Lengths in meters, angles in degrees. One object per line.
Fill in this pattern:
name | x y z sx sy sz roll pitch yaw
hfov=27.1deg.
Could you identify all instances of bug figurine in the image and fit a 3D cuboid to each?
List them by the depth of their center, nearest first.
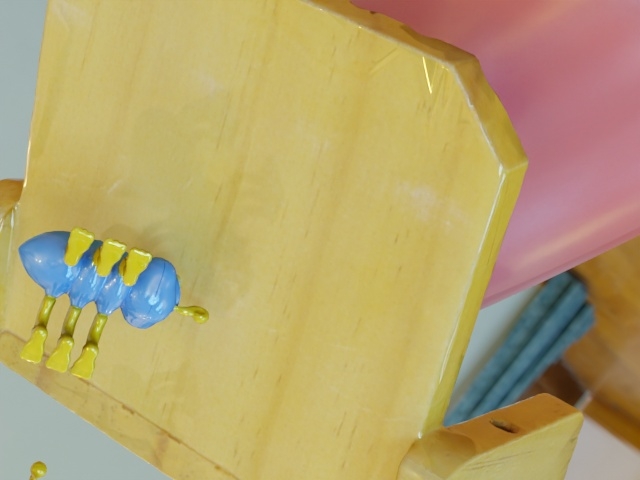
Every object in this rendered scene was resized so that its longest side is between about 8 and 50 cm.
bug figurine | -0.204 0.075 0.738 0.216 0.279 0.072 24 -153 -18

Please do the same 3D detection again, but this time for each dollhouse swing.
dollhouse swing | 0.000 0.000 0.823 0.347 0.305 0.315 28 -165 26

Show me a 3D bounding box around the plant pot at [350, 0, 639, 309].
plant pot | 0.093 -0.082 0.832 0.275 0.243 0.275 54 -171 -12
